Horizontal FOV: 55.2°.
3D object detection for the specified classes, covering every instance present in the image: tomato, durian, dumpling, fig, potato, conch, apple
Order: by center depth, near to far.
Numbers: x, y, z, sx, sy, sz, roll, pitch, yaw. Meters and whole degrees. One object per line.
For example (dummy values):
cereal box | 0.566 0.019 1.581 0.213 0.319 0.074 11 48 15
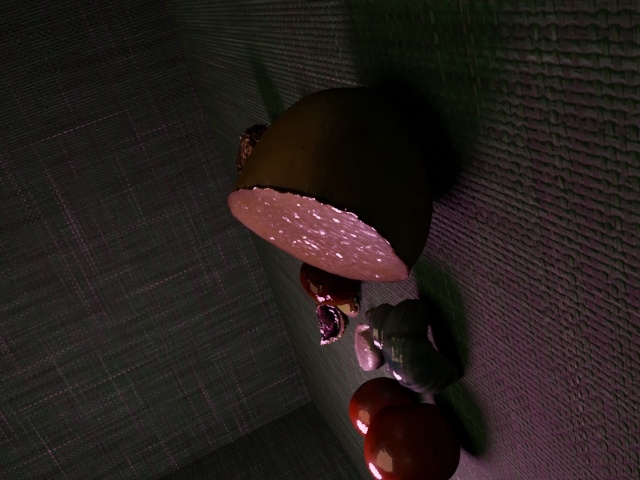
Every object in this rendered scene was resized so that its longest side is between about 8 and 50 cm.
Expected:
potato | 0.055 -0.129 1.225 0.385 0.319 0.442 28 167 -18
conch | 0.218 0.245 1.485 0.277 0.195 0.220 31 -179 24
apple | 0.252 0.561 1.678 0.260 0.260 0.216 106 162 -70
fig | 0.061 0.128 1.953 0.290 0.190 0.190 22 -147 -59
tomato | 0.191 0.534 1.958 0.184 0.208 0.208 30 147 33
dumpling | 0.163 0.338 1.977 0.150 0.092 0.176 57 163 23
durian | 0.057 0.305 2.392 0.108 0.119 0.186 -43 -53 -64

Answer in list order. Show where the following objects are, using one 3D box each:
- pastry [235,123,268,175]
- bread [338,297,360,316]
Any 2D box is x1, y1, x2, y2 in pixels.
pastry | -0.187 -0.266 2.076 0.275 0.193 0.275 59 164 30
bread | 0.053 0.146 2.168 0.301 0.045 0.301 55 164 24
